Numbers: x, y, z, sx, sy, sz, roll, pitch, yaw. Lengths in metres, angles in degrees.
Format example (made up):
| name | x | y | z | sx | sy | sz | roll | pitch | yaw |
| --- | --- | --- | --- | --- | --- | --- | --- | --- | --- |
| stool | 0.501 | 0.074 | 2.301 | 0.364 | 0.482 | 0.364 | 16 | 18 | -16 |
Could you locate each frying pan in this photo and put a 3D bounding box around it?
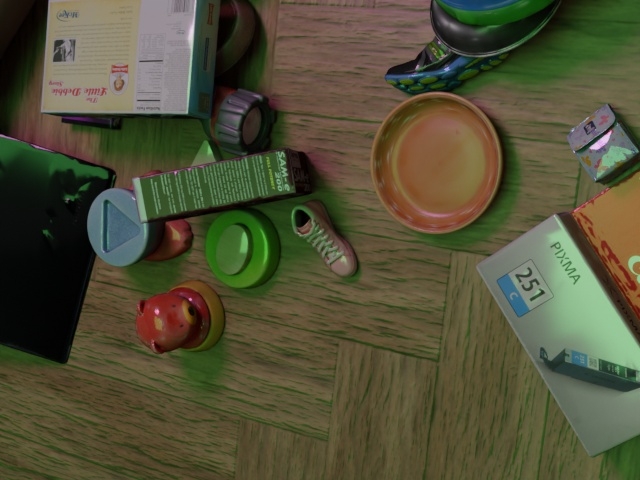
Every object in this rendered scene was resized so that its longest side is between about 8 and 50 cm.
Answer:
| name | x | y | z | sx | sy | sz | roll | pitch | yaw |
| --- | --- | --- | --- | --- | --- | --- | --- | --- | --- |
| frying pan | 0.281 | -0.341 | 1.263 | 0.326 | 0.053 | 0.197 | -7 | 66 | 33 |

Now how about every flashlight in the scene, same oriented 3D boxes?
| name | x | y | z | sx | sy | sz | roll | pitch | yaw |
| --- | --- | --- | --- | --- | --- | --- | --- | --- | --- |
| flashlight | -0.221 | -0.217 | 1.568 | 0.304 | 0.103 | 0.103 | 18 | 101 | 26 |

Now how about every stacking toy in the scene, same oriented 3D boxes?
| name | x | y | z | sx | sy | sz | roll | pitch | yaw |
| --- | --- | --- | --- | --- | --- | --- | --- | --- | --- |
| stacking toy | -0.234 | 0.009 | 1.578 | 0.279 | 0.130 | 0.309 | -39 | 75 | 27 |

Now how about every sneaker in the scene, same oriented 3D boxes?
| name | x | y | z | sx | sy | sz | roll | pitch | yaw |
| --- | --- | --- | --- | --- | --- | --- | --- | --- | --- |
| sneaker | 0.000 | 0.000 | 1.477 | 0.051 | 0.070 | 0.134 | -35 | 78 | 25 |
| sneaker | 0.176 | -0.257 | 1.367 | 0.188 | 0.067 | 0.078 | -21 | 62 | 31 |

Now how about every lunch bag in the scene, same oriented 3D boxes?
| name | x | y | z | sx | sy | sz | roll | pitch | yaw |
| --- | --- | --- | --- | --- | --- | --- | --- | --- | --- |
| lunch bag | 0.364 | -0.124 | 1.268 | 0.071 | 0.053 | 0.083 | -37 | 67 | 26 |

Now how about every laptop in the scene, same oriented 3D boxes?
| name | x | y | z | sx | sy | sz | roll | pitch | yaw |
| --- | --- | --- | --- | --- | --- | --- | --- | --- | --- |
| laptop | -0.602 | -0.034 | 1.851 | 0.408 | 0.236 | 0.381 | 38 | 114 | 53 |

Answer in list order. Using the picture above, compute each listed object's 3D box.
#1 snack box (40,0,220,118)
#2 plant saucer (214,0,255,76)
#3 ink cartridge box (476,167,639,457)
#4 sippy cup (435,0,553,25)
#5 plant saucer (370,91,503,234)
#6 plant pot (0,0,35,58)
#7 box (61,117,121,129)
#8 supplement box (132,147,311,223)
| name | x | y | z | sx | sy | sz | roll | pitch | yaw |
| --- | --- | --- | --- | --- | --- | --- | --- | --- | --- |
| snack box | -0.302 | -0.285 | 1.531 | 0.322 | 0.060 | 0.187 | 6 | 92 | 33 |
| plant saucer | -0.183 | -0.327 | 1.536 | 0.169 | 0.029 | 0.168 | -9 | 63 | 19 |
| ink cartridge box | 0.385 | 0.089 | 1.266 | 0.261 | 0.066 | 0.296 | -36 | 77 | 28 |
| sippy cup | 0.188 | -0.415 | 1.182 | 0.305 | 0.224 | 0.240 | -44 | 51 | 10 |
| plant saucer | 0.166 | -0.109 | 1.391 | 0.200 | 0.037 | 0.199 | 2 | 94 | 29 |
| plant pot | -0.637 | -0.428 | 1.700 | 0.280 | 0.323 | 0.323 | -40 | 74 | 8 |
| box | -0.392 | -0.278 | 1.703 | 0.116 | 0.029 | 0.162 | 11 | 101 | 28 |
| supplement box | -0.144 | -0.081 | 1.478 | 0.240 | 0.130 | 0.073 | -11 | 91 | 10 |
